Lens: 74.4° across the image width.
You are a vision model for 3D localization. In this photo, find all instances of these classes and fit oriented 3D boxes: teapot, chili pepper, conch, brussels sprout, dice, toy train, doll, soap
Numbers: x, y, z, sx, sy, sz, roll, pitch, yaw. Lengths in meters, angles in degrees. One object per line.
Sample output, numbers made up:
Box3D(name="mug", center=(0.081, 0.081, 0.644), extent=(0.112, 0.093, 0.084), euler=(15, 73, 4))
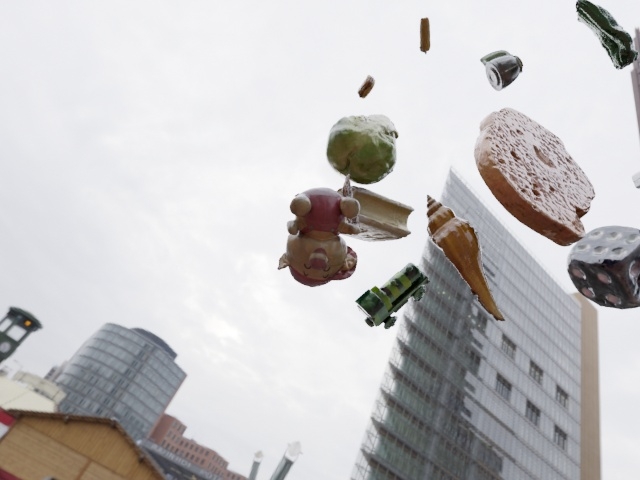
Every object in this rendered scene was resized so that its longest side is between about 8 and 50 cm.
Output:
Box3D(name="teapot", center=(0.540, -0.515, 1.242), extent=(0.091, 0.092, 0.124), euler=(-26, -94, 4))
Box3D(name="chili pepper", center=(0.731, -0.542, 1.083), extent=(0.061, 0.098, 0.224), euler=(-35, -96, 24))
Box3D(name="conch", center=(0.330, 0.027, 0.950), extent=(0.330, 0.093, 0.109), euler=(58, 10, 21))
Box3D(name="brussels sprout", center=(0.152, -0.350, 1.586), extent=(0.274, 0.316, 0.242), euler=(-2, -35, 17))
Box3D(name="dice", center=(0.845, 0.076, 1.209), extent=(0.183, 0.181, 0.182), euler=(55, -14, -17))
Box3D(name="toy train", center=(0.186, 0.135, 1.056), extent=(0.083, 0.200, 0.132), euler=(40, -13, 33))
Box3D(name="doll", center=(-0.002, 0.001, 1.035), extent=(0.196, 0.152, 0.255), euler=(17, -63, 19))
Box3D(name="soap", center=(0.170, -0.102, 1.727), extent=(0.335, 0.155, 0.294), euler=(16, -11, -36))

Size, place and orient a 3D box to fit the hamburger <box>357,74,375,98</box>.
Box3D(name="hamburger", center=(0.171, -0.571, 1.572), extent=(0.044, 0.076, 0.083), euler=(33, -40, -13))

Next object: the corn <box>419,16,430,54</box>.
Box3D(name="corn", center=(0.253, -0.496, 1.024), extent=(0.027, 0.028, 0.083), euler=(-139, -145, -58))

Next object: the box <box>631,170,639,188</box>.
Box3D(name="box", center=(0.994, -0.199, 1.220), extent=(0.103, 0.244, 0.055), euler=(-16, -98, 23))

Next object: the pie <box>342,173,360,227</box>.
Box3D(name="pie", center=(0.090, -0.123, 1.375), extent=(0.033, 0.088, 0.190), euler=(-9, -86, 21))

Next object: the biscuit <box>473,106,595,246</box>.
Box3D(name="biscuit", center=(0.534, -0.183, 1.064), extent=(0.349, 0.455, 0.078), euler=(49, -43, 2))
